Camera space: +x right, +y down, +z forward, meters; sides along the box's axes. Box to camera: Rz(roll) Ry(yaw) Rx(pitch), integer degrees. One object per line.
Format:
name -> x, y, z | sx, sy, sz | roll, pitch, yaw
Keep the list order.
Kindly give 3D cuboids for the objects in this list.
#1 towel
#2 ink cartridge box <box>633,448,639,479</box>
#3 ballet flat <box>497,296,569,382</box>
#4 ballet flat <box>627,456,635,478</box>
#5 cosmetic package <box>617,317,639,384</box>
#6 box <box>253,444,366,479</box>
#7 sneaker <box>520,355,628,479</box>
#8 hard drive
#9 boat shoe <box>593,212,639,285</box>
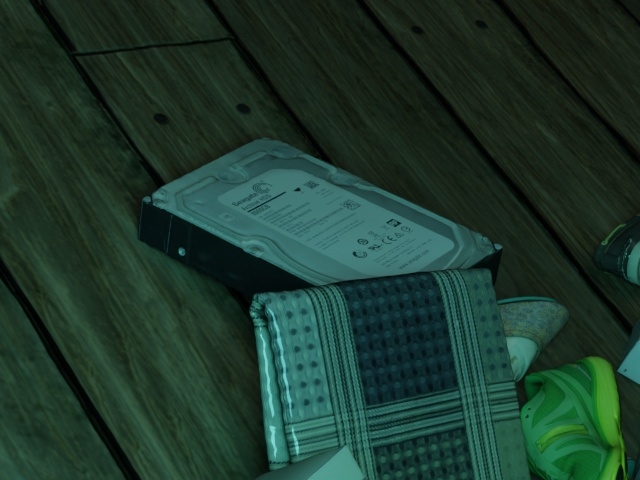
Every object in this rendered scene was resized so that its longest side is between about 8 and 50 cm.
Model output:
towel -> 0.077, 0.197, 1.848 | 0.312, 0.056, 0.324 | -6, 85, -39
ink cartridge box -> 0.439, 0.264, 2.073 | 0.158, 0.092, 0.218 | 27, 36, -1
ballet flat -> 0.148, 0.135, 2.046 | 0.316, 0.107, 0.106 | -6, 53, -22
ballet flat -> 0.307, 0.265, 2.038 | 0.041, 0.041, 0.114 | 39, 38, 14
cosmetic package -> 0.482, 0.172, 2.228 | 0.239, 0.060, 0.099 | 30, 39, 2
box -> 0.000, 0.324, 1.640 | 0.148, 0.127, 0.232 | -35, 97, -47
sneaker -> 0.264, 0.235, 1.971 | 0.123, 0.109, 0.295 | -6, 29, 8
hard drive -> 0.000, 0.000, 2.053 | 0.339, 0.064, 0.237 | 26, 34, 28
boat shoe -> 0.432, -0.009, 2.387 | 0.068, 0.081, 0.227 | 15, 26, 33
